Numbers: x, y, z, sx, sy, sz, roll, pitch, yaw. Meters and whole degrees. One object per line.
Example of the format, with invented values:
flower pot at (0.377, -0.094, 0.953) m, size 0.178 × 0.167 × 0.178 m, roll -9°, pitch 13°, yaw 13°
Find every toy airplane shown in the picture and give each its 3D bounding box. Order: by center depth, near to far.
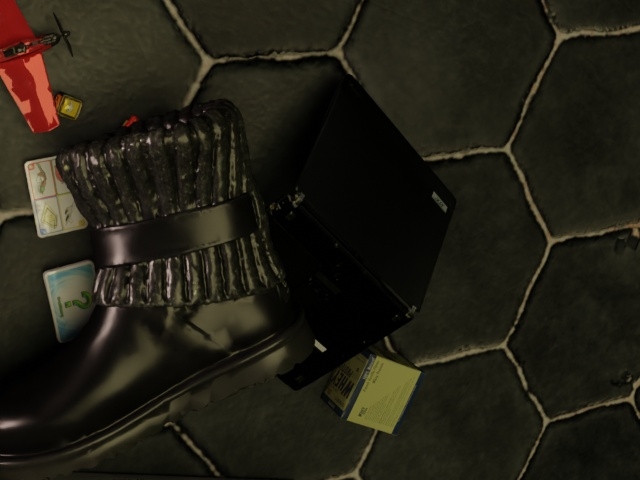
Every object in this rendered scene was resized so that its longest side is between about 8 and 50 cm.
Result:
toy airplane at (-0.293, -0.160, 0.829) m, size 0.151 × 0.028 × 0.151 m, roll -1°, pitch 97°, yaw -13°

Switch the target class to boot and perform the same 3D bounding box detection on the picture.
boot at (-0.195, 0.041, 0.854) m, size 0.347 × 0.131 × 0.260 m, roll -25°, pitch 112°, yaw -7°

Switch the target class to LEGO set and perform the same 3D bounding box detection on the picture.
LEGO set at (-0.184, -0.030, 0.918) m, size 0.182 × 0.060 × 0.244 m, roll -15°, pitch 111°, yaw -25°

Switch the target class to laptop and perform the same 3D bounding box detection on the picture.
laptop at (0.000, 0.000, 1.024) m, size 0.264 × 0.137 × 0.234 m, roll -34°, pitch 127°, yaw 16°

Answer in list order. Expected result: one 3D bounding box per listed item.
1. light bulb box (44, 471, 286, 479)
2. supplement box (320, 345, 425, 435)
light bulb box at (-0.132, 0.402, 0.897) m, size 0.357 × 0.361 × 0.225 m, roll 9°, pitch 100°, yaw -27°
supplement box at (0.061, 0.169, 1.094) m, size 0.083 × 0.056 × 0.083 m, roll 22°, pitch 95°, yaw -30°
